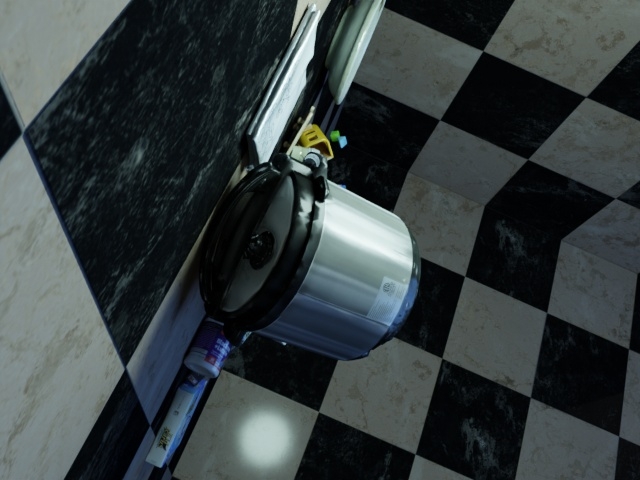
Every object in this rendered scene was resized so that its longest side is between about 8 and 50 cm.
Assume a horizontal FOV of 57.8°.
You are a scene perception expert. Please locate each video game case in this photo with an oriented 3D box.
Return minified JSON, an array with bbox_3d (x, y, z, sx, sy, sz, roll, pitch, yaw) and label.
[{"bbox_3d":[-0.467,0.584,1.908,0.269,0.061,0.244,119,-6,-85],"label":"video game case"}]

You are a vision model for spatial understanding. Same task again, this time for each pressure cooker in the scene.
[{"bbox_3d":[-0.042,0.035,1.245,0.375,0.420,0.370,-34,-137,43],"label":"pressure cooker"}]

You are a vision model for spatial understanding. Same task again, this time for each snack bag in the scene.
[{"bbox_3d":[-0.085,-0.297,1.286,0.342,0.037,0.323,117,-4,-76],"label":"snack bag"}]

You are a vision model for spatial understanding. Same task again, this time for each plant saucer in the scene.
[{"bbox_3d":[0.100,-0.655,1.918,0.400,0.100,0.401,-156,-90,-90],"label":"plant saucer"}]

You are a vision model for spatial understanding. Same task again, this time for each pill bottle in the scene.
[{"bbox_3d":[-0.308,0.290,1.688,0.108,0.108,0.194,115,-2,-60],"label":"pill bottle"}]

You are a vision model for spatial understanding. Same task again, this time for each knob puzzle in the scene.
[{"bbox_3d":[-0.078,-0.329,1.764,0.213,0.030,0.213,-58,-170,16],"label":"knob puzzle"}]

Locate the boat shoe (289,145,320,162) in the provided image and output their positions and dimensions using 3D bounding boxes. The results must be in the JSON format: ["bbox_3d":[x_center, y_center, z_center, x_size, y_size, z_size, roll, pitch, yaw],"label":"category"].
[{"bbox_3d":[-0.099,-0.209,1.898,0.302,0.094,0.109,127,-21,-47],"label":"boat shoe"}]

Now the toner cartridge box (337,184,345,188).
[{"bbox_3d":[0.000,0.000,1.807,0.075,0.165,0.348,-11,104,-42],"label":"toner cartridge box"}]

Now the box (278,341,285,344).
[{"bbox_3d":[-0.119,0.078,1.616,0.345,0.214,0.168,-61,161,-19],"label":"box"}]

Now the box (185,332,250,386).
[{"bbox_3d":[-0.326,0.366,1.908,0.233,0.044,0.159,-42,-179,14],"label":"box"}]

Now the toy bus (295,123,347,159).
[{"bbox_3d":[-0.033,-0.340,1.955,0.191,0.202,0.104,-59,145,-37],"label":"toy bus"}]
